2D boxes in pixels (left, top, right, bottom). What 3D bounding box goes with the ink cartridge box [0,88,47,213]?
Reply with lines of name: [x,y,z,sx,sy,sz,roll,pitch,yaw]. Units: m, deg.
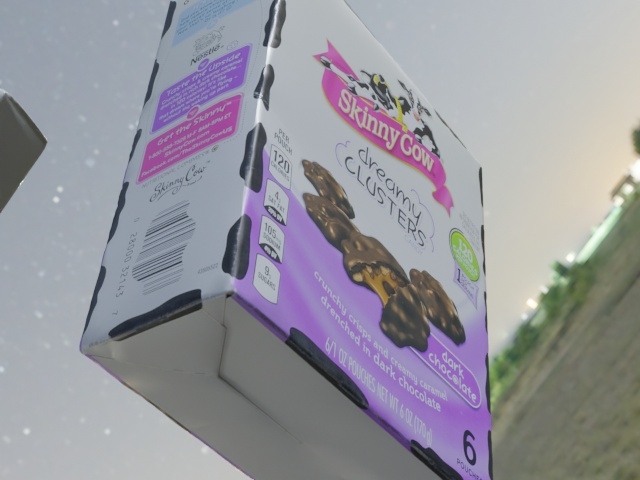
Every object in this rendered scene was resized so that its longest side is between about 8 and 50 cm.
ink cartridge box: [-0.335,-0.067,0.840,0.160,0.219,0.092,-60,-16,-15]

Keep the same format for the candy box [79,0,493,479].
candy box: [0.000,0.000,0.488,0.070,0.165,0.196,-23,41,29]
